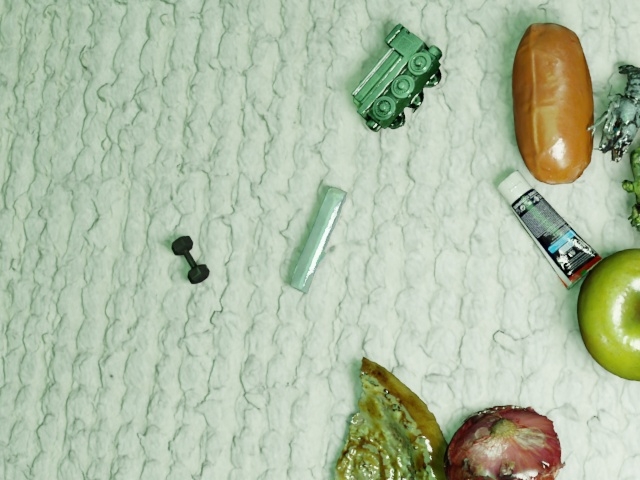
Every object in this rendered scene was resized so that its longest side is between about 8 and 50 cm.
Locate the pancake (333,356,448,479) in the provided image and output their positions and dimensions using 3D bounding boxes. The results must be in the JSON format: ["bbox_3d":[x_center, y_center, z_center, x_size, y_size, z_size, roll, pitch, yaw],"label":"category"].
[{"bbox_3d":[0.107,0.363,1.786,0.197,0.054,0.377,-20,74,14],"label":"pancake"}]

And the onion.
[{"bbox_3d":[0.272,0.328,1.697,0.184,0.184,0.147,-18,119,14],"label":"onion"}]

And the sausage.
[{"bbox_3d":[0.354,-0.210,1.775,0.133,0.133,0.258,-3,79,17],"label":"sausage"}]

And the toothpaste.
[{"bbox_3d":[0.345,-0.019,1.789,0.071,0.045,0.193,-42,77,15],"label":"toothpaste"}]

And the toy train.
[{"bbox_3d":[0.121,-0.259,1.891,0.170,0.071,0.111,-49,61,5],"label":"toy train"}]

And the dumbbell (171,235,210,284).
[{"bbox_3d":[-0.218,0.033,1.958,0.040,0.036,0.083,-34,72,9],"label":"dumbbell"}]

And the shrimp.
[{"bbox_3d":[0.451,-0.199,1.739,0.082,0.076,0.174,27,66,-13],"label":"shrimp"}]

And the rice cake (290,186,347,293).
[{"bbox_3d":[0.000,0.000,1.898,0.042,0.030,0.180,22,88,16],"label":"rice cake"}]

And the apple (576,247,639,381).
[{"bbox_3d":[0.462,0.109,1.663,0.196,0.157,0.196,-2,84,16],"label":"apple"}]

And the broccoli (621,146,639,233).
[{"bbox_3d":[0.531,-0.075,1.660,0.198,0.226,0.176,-18,101,35],"label":"broccoli"}]
